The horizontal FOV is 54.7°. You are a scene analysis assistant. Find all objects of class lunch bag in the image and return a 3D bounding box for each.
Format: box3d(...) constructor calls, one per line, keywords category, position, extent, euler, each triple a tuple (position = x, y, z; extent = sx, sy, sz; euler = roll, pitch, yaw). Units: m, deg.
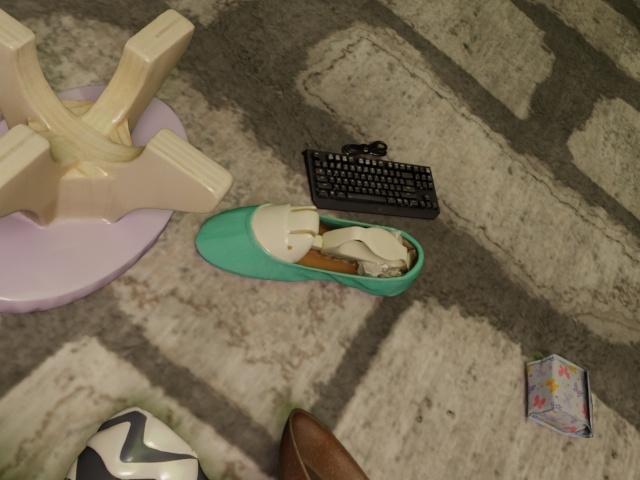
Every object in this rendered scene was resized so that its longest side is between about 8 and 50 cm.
box3d(category="lunch bag", position=(0.280, 0.178, 0.704), extent=(0.083, 0.053, 0.071), euler=(30, 52, -21))

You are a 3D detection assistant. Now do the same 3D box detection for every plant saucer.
box3d(category="plant saucer", position=(0.023, 0.223, 0.478), extent=(0.036, 0.198, 0.199), euler=(-36, 80, 2))

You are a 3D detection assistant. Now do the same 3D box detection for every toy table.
box3d(category="toy table", position=(-0.203, -0.081, 0.527), extent=(0.252, 0.161, 0.274), euler=(27, 53, -12))

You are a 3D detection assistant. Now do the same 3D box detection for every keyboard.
box3d(category="keyboard", position=(0.064, -0.082, 0.764), extent=(0.180, 0.023, 0.108), euler=(5, 59, -28))

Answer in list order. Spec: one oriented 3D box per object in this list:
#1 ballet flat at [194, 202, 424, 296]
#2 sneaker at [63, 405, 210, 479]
box3d(category="ballet flat", position=(0.000, 0.000, 0.635), extent=(0.247, 0.087, 0.083), euler=(11, 57, -22))
box3d(category="sneaker", position=(-0.102, 0.247, 0.430), extent=(0.235, 0.094, 0.153), euler=(46, 59, -8))
